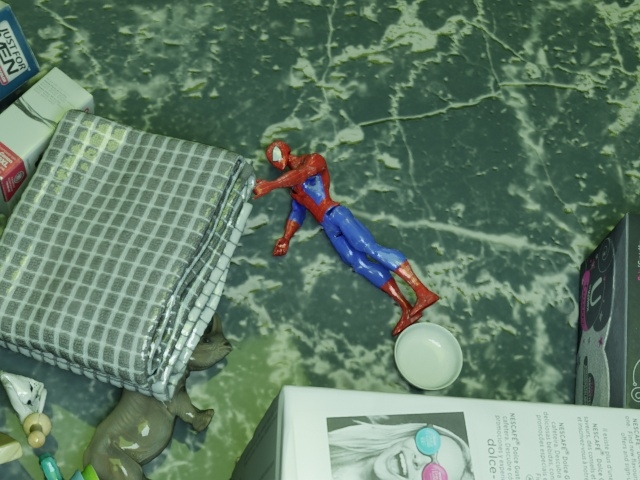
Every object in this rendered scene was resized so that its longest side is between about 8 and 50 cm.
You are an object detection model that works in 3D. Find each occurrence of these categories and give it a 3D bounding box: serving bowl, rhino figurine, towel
[{"bbox_3d":[0.126,0.141,1.114,0.083,0.027,0.083,4,65,-9],"label":"serving bowl"},{"bbox_3d":[-0.168,0.176,1.015,0.106,0.073,0.243,26,62,-2],"label":"rhino figurine"},{"bbox_3d":[-0.216,0.003,1.003,0.235,0.121,0.284,12,69,22],"label":"towel"}]

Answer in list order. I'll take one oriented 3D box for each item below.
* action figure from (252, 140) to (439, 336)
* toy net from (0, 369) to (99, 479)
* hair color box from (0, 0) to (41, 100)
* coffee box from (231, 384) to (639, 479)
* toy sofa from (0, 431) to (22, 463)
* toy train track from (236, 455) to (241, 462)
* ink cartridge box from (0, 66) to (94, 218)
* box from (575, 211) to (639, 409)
[{"bbox_3d":[0.000,0.000,1.117,0.139,0.091,0.280,-29,74,-31],"label":"action figure"},{"bbox_3d":[-0.269,0.221,0.963,0.045,0.122,0.232,-26,52,-19],"label":"toy net"},{"bbox_3d":[-0.513,-0.160,1.050,0.173,0.105,0.347,29,60,30],"label":"hair color box"},{"bbox_3d":[0.096,0.347,0.839,0.334,0.338,0.338,5,64,-11],"label":"coffee box"},{"bbox_3d":[-0.424,0.063,0.888,0.177,0.150,0.363,-15,93,-31],"label":"toy sofa"},{"bbox_3d":[-0.052,0.239,1.041,0.083,0.014,0.048,-8,90,-8],"label":"toy train track"},{"bbox_3d":[-0.334,-0.113,1.093,0.063,0.109,0.150,37,64,8],"label":"ink cartridge box"},{"bbox_3d":[0.391,0.117,1.104,0.142,0.163,0.247,12,64,-2],"label":"box"}]
